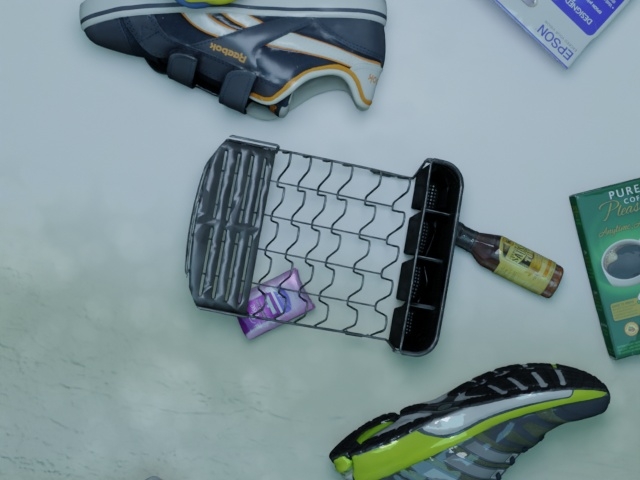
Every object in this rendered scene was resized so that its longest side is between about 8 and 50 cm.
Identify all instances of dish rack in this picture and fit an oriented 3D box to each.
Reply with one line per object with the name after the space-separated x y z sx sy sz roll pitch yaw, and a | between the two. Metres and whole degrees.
0.000 0.000 1.357 0.272 0.074 0.208 11 83 -12 | dish rack

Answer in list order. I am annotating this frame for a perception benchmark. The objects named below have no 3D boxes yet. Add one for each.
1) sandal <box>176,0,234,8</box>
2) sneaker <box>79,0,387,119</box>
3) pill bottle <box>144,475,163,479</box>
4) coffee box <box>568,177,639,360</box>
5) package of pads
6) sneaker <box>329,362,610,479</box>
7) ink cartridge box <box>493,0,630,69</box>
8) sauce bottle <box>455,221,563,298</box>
-0.120 -0.351 1.313 0.138 0.126 0.317 -2 49 14 | sandal
-0.091 -0.193 1.352 0.321 0.126 0.127 1 89 0 | sneaker
-0.255 0.373 1.345 0.278 0.162 0.162 -33 91 0 | pill bottle
0.344 0.025 1.397 0.113 0.040 0.184 -16 91 0 | coffee box
-0.052 0.068 1.403 0.083 0.032 0.050 -26 88 1 | package of pads
0.167 0.220 1.380 0.300 0.111 0.121 -20 101 6 | sneaker
0.252 -0.324 1.378 0.206 0.045 0.208 42 88 -8 | ink cartridge box
0.197 0.018 1.396 0.128 0.042 0.042 25 91 -2 | sauce bottle
